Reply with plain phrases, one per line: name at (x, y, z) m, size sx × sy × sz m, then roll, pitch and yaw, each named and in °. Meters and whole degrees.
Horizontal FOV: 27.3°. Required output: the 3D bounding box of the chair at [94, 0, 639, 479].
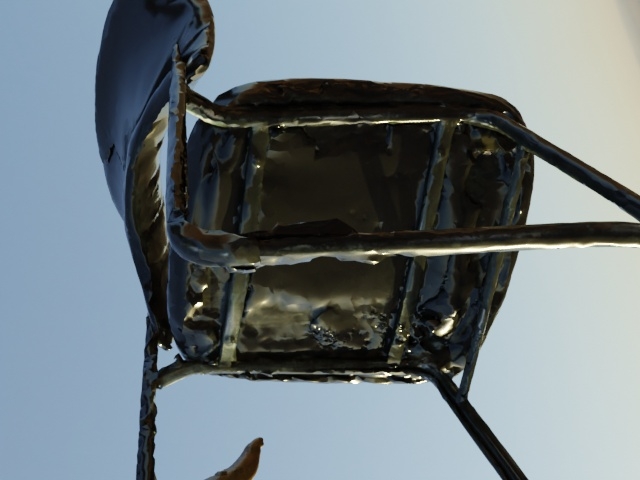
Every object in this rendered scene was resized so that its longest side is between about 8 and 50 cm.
chair at (0.000, 0.000, 0.456) m, size 0.221 × 0.145 × 0.140 m, roll -115°, pitch 29°, yaw -55°

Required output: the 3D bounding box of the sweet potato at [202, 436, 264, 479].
sweet potato at (-0.074, 0.160, 0.799) m, size 0.026 × 0.115 × 0.026 m, roll 45°, pitch 156°, yaw 26°
